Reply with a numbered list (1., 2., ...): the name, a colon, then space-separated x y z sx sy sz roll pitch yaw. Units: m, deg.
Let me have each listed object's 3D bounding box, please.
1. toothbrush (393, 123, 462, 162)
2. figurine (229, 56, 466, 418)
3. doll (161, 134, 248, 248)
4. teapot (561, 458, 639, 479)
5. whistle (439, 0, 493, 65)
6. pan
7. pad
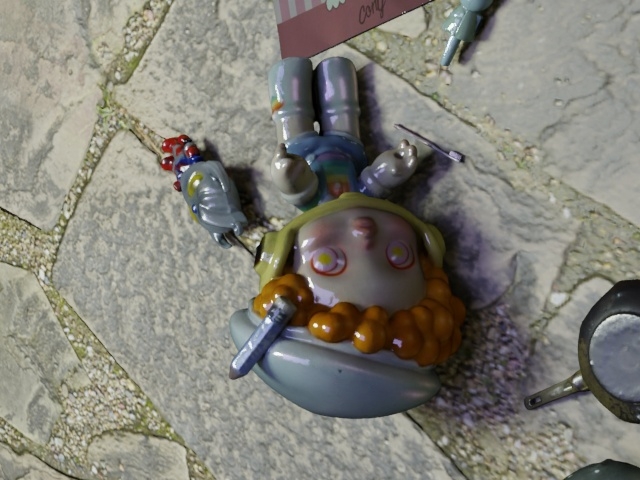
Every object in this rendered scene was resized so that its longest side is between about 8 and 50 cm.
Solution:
1. toothbrush: 0.109 -0.101 1.157 0.097 0.006 0.008 33 103 40
2. figurine: 0.029 -0.001 1.166 0.205 0.224 0.382 129 150 -60
3. doll: -0.141 -0.063 1.379 0.195 0.062 0.104 46 122 42
4. teapot: 0.284 0.292 0.894 0.251 0.183 0.184 21 107 32
5. whistle: 0.140 -0.215 1.099 0.035 0.035 0.100 44 123 35
6. pan: 0.257 0.125 0.988 0.128 0.048 0.202 51 126 30
7. pad: 0.043 -0.324 1.213 0.299 0.005 0.202 -15 82 45
